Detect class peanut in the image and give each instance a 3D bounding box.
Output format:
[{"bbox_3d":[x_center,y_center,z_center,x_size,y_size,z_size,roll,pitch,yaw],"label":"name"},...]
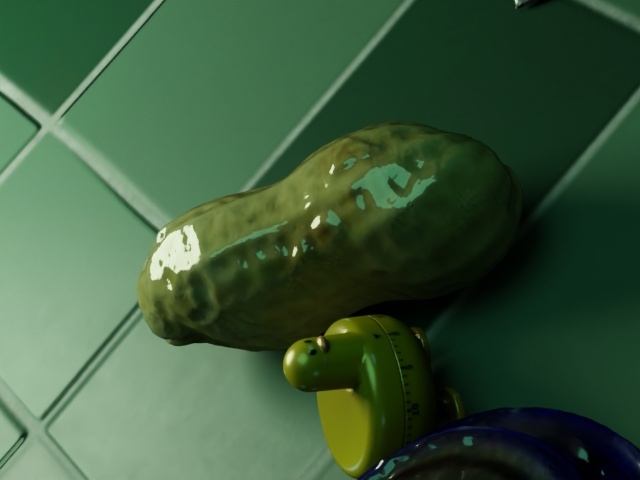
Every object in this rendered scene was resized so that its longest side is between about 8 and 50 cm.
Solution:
[{"bbox_3d":[0.000,0.000,1.315,0.290,0.130,0.130,-22,48,23],"label":"peanut"}]

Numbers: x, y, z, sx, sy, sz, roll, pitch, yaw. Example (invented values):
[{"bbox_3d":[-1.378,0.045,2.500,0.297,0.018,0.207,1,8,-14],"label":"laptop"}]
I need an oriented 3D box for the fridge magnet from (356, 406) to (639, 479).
[{"bbox_3d":[0.088,0.212,1.095,0.265,0.112,0.265,-19,51,26],"label":"fridge magnet"}]

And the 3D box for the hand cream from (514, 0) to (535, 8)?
[{"bbox_3d":[0.172,-0.282,1.453,0.086,0.055,0.235,-22,56,27],"label":"hand cream"}]

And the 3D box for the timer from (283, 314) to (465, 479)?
[{"bbox_3d":[0.024,0.099,1.229,0.109,0.107,0.107,-5,40,-20],"label":"timer"}]
